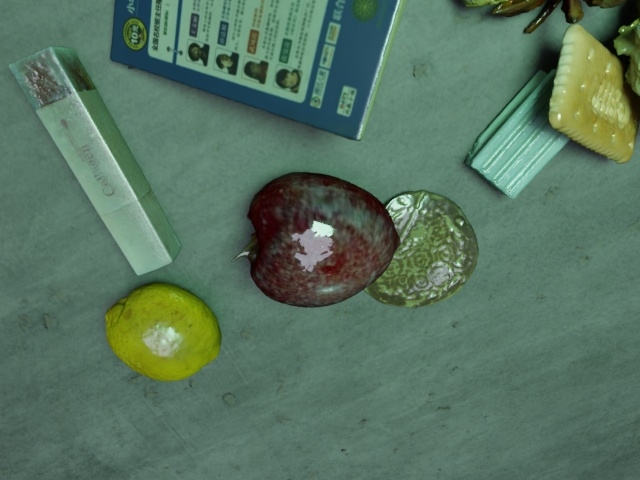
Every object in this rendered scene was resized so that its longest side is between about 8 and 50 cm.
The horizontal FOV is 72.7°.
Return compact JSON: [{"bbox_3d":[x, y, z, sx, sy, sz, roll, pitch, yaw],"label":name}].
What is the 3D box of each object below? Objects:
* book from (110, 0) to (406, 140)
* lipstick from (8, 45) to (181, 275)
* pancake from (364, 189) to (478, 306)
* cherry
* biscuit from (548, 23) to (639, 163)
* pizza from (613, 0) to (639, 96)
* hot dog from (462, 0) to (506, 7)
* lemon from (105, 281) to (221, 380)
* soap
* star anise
[{"bbox_3d":[-0.098,-0.341,0.592,0.428,0.039,0.300,22,112,13],"label":"book"},{"bbox_3d":[-0.357,-0.120,0.727,0.076,0.080,0.371,-21,111,4],"label":"lipstick"},{"bbox_3d":[0.189,0.029,0.853,0.250,0.031,0.250,-1,111,-3],"label":"pancake"},{"bbox_3d":[0.000,0.000,0.740,0.300,0.203,0.230,-1,99,-12],"label":"cherry"},{"bbox_3d":[0.455,-0.228,0.702,0.250,0.030,0.160,11,91,-33],"label":"biscuit"},{"bbox_3d":[0.549,-0.324,0.678,0.223,0.089,0.323,21,89,-25],"label":"pizza"},{"bbox_3d":[0.221,-0.410,0.660,0.169,0.061,0.078,41,109,6],"label":"hot dog"},{"bbox_3d":[-0.286,0.166,0.801,0.207,0.170,0.170,38,104,-14],"label":"lemon"},{"bbox_3d":[0.360,-0.183,0.764,0.114,0.063,0.198,36,105,-16],"label":"soap"},{"bbox_3d":[0.378,-0.407,0.653,0.212,0.111,0.196,4,93,26],"label":"star anise"}]
